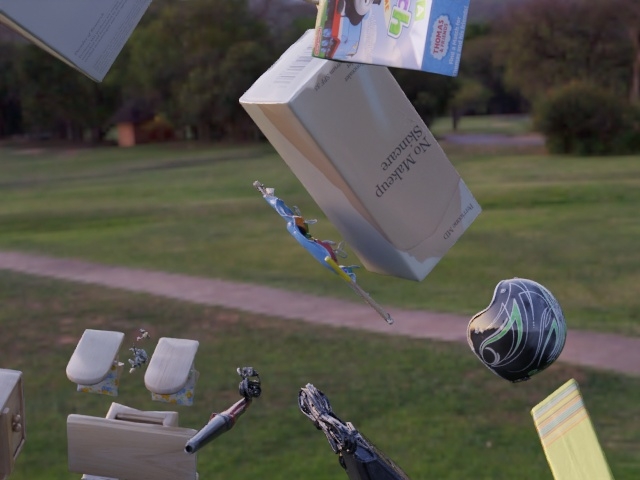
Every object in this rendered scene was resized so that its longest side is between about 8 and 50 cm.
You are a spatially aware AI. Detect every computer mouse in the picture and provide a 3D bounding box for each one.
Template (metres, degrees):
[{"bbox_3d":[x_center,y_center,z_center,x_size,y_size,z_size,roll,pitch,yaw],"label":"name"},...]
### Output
[{"bbox_3d":[0.064,0.346,1.861,0.072,0.272,0.188,-45,26,-1],"label":"computer mouse"}]

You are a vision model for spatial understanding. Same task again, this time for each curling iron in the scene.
[{"bbox_3d":[-0.151,0.263,1.855,0.035,0.068,0.274,-3,15,20],"label":"curling iron"}]

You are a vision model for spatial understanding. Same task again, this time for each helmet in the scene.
[{"bbox_3d":[0.364,0.157,2.202,0.169,0.161,0.169,33,24,-17],"label":"helmet"}]

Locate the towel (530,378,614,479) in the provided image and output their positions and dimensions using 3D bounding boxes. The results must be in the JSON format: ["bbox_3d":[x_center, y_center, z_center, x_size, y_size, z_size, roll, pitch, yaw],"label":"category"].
[{"bbox_3d":[0.412,0.341,1.977,0.021,0.102,0.237,30,30,-31],"label":"towel"}]

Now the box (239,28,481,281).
[{"bbox_3d":[0.056,-0.107,1.551,0.148,0.311,0.121,-49,29,-18],"label":"box"}]

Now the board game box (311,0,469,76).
[{"bbox_3d":[0.061,-0.223,1.006,0.039,0.160,0.211,6,8,-26],"label":"board game box"}]

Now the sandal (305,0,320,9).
[{"bbox_3d":[0.022,-0.348,1.816,0.180,0.049,0.072,18,22,33],"label":"sandal"}]

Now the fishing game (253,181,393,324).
[{"bbox_3d":[0.000,0.000,1.540,0.041,0.189,0.264,-44,29,0],"label":"fishing game"}]

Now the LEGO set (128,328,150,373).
[{"bbox_3d":[-0.322,0.201,2.197,0.023,0.083,0.054,1,-14,27],"label":"LEGO set"}]

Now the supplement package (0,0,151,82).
[{"bbox_3d":[-0.312,-0.319,1.264,0.177,0.175,0.293,32,-1,21],"label":"supplement package"}]

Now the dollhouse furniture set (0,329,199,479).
[{"bbox_3d":[-0.408,0.366,2.033,0.394,0.362,0.256,7,30,4],"label":"dollhouse furniture set"}]
